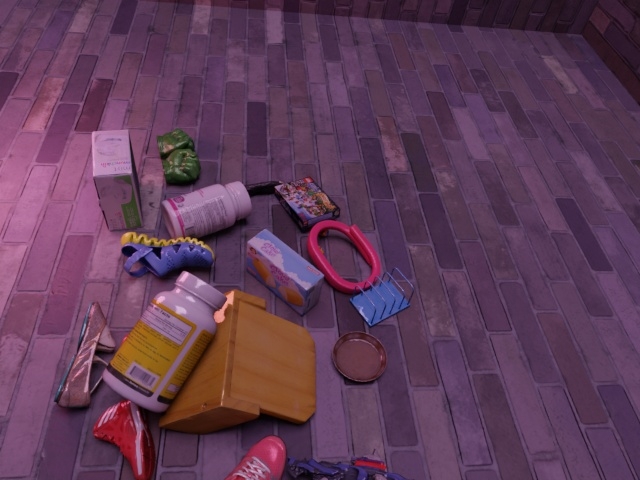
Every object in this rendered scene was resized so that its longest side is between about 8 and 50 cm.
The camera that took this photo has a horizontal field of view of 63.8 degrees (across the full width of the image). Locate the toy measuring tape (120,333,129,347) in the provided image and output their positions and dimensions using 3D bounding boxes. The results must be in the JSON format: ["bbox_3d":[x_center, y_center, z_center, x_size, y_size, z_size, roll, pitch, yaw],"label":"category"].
[{"bbox_3d":[-0.490,0.262,1.499,0.121,0.121,0.330,14,49,4],"label":"toy measuring tape"}]

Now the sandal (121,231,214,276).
[{"bbox_3d":[-0.504,0.064,1.675,0.318,0.126,0.138,2,52,4],"label":"sandal"}]

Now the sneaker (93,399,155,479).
[{"bbox_3d":[-0.503,0.519,1.314,0.128,0.087,0.221,-19,51,-5],"label":"sneaker"}]

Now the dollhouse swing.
[{"bbox_3d":[-0.225,0.377,1.478,0.315,0.305,0.346,-25,45,25],"label":"dollhouse swing"}]

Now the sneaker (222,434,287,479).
[{"bbox_3d":[-0.181,0.600,1.239,0.116,0.136,0.314,31,52,16],"label":"sneaker"}]

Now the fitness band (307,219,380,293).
[{"bbox_3d":[0.079,0.051,1.786,0.209,0.054,0.290,-26,70,-28],"label":"fitness band"}]

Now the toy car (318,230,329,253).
[{"bbox_3d":[0.000,0.000,1.868,0.040,0.060,0.122,37,59,-35],"label":"toy car"}]

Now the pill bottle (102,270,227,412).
[{"bbox_3d":[-0.393,0.256,1.343,0.188,0.188,0.333,28,74,15],"label":"pill bottle"}]

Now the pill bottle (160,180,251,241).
[{"bbox_3d":[-0.396,-0.104,1.801,0.283,0.160,0.160,-22,56,-26],"label":"pill bottle"}]

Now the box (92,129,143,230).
[{"bbox_3d":[-0.701,-0.206,1.775,0.127,0.262,0.231,-9,50,-16],"label":"box"}]

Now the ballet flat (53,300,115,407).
[{"bbox_3d":[-0.643,0.322,1.448,0.106,0.107,0.315,19,51,-19],"label":"ballet flat"}]

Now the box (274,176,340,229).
[{"bbox_3d":[-0.053,-0.147,1.948,0.159,0.044,0.233,-20,47,-23],"label":"box"}]

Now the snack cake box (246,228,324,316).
[{"bbox_3d":[-0.120,0.103,1.669,0.264,0.152,0.089,37,54,22],"label":"snack cake box"}]

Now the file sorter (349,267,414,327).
[{"bbox_3d":[0.204,0.180,1.686,0.170,0.104,0.118,-23,57,-26],"label":"file sorter"}]

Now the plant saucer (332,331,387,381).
[{"bbox_3d":[0.118,0.357,1.568,0.169,0.029,0.168,5,48,-5],"label":"plant saucer"}]

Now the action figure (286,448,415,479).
[{"bbox_3d":[0.056,0.657,1.253,0.341,0.178,0.330,4,35,31],"label":"action figure"}]

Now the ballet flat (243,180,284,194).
[{"bbox_3d":[-0.224,-0.210,1.988,0.173,0.057,0.049,-9,46,-17],"label":"ballet flat"}]

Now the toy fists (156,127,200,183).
[{"bbox_3d":[-0.555,-0.336,2.021,0.142,0.096,0.279,-10,50,-18],"label":"toy fists"}]
